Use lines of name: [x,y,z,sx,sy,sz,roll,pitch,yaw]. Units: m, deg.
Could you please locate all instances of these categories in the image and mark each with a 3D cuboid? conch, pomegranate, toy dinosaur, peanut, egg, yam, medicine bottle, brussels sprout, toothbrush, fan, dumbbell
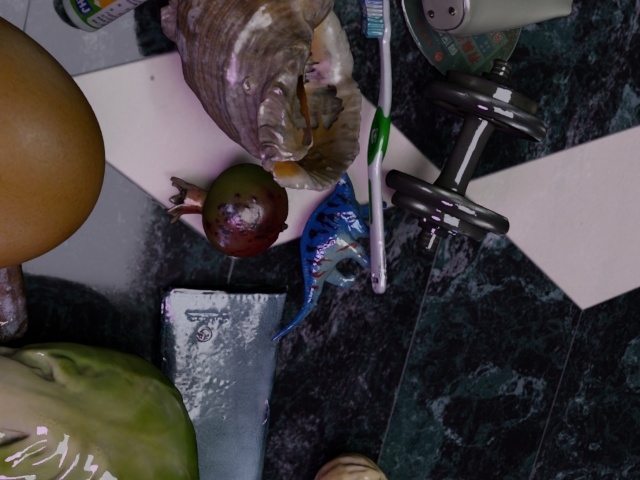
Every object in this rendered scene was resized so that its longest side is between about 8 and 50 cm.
conch: [-0.066,-0.210,1.096,0.297,0.210,0.352,37,55,-48]
pomegranate: [-0.119,-0.041,1.168,0.159,0.129,0.129,4,103,-26]
toy dinosaur: [0.030,-0.005,1.275,0.144,0.076,0.329,12,92,-22]
peanut: [0.061,0.470,1.400,0.147,0.147,0.306,-12,114,-22]
egg: [-0.397,-0.110,0.926,0.351,0.282,0.283,21,95,-32]
yam: [-0.401,0.055,1.092,0.079,0.079,0.141,-7,107,-23]
medicine bottle: [-0.206,-0.312,1.003,0.092,0.220,0.061,-4,74,-63]
brussels sprout: [-0.306,0.269,1.085,0.289,0.281,0.354,-36,119,24]
toothbrush: [0.084,-0.134,1.236,0.040,0.042,0.418,-3,92,-19]
fan: [0.225,-0.384,1.296,0.223,0.012,0.294,20,95,-27]
dumbbell: [0.206,-0.119,1.260,0.192,0.192,0.290,20,95,-29]

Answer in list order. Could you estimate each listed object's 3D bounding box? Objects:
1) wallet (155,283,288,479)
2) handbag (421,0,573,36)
wallet: [-0.153,0.246,1.281,0.190,0.046,0.379,0,104,-27]
handbag: [0.283,-0.420,1.250,0.315,0.109,0.241,-19,111,-22]
